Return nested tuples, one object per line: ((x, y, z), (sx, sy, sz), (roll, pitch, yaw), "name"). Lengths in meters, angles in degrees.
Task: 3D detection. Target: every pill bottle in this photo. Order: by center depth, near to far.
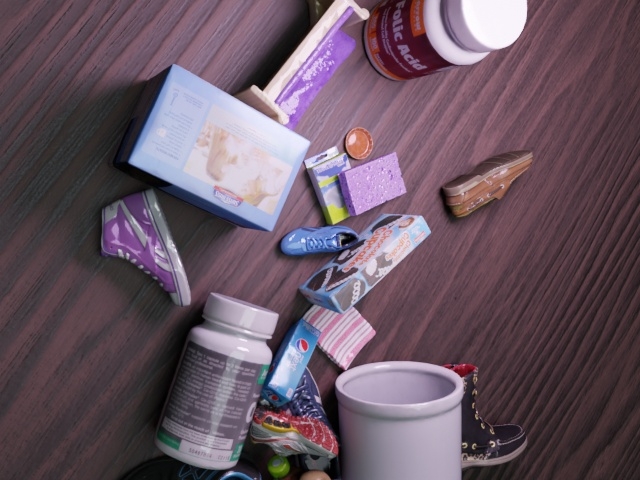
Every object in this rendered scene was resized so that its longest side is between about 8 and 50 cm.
((-0.232, 0.316, 1.491), (0.204, 0.204, 0.361), (20, 86, -27), "pill bottle")
((0.295, -0.529, 1.587), (0.224, 0.392, 0.224), (-2, 95, -27), "pill bottle")

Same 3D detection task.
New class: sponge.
((0.139, -0.151, 1.710), (0.210, 0.031, 0.117), (-26, 105, -40), "sponge")

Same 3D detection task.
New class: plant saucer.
((0.101, -0.258, 1.722), (0.083, 0.013, 0.084), (-3, 95, -28), "plant saucer")

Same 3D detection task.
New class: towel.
((0.048, 0.233, 1.727), (0.144, 0.029, 0.197), (-48, 113, -17), "towel")

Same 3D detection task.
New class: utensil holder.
((0.208, 0.546, 1.669), (0.327, 0.327, 0.386), (-7, 98, -27), "utensil holder")

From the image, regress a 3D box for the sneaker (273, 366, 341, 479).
((-0.023, 0.463, 1.636), (0.131, 0.148, 0.350), (-23, 99, -23), "sneaker")

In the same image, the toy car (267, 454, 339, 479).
((-0.025, 0.605, 1.537), (0.149, 0.188, 0.155), (-75, 152, -49), "toy car")

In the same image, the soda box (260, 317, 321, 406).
((-0.075, 0.298, 1.590), (0.067, 0.071, 0.210), (37, 49, -9), "soda box")

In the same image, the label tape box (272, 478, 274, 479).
((-0.076, 0.795, 1.662), (0.249, 0.115, 0.348), (36, 79, -25), "label tape box")

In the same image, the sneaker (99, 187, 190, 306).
((-0.400, 0.038, 1.455), (0.161, 0.102, 0.282), (-22, 103, -11), "sneaker")

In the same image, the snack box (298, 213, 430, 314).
((0.111, 0.051, 1.655), (0.322, 0.187, 0.060), (-41, 111, -19), "snack box")

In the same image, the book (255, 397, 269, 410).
((-0.132, 0.444, 1.613), (0.035, 0.096, 0.144), (-24, 104, -21), "book")

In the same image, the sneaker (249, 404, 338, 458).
((-0.063, 0.469, 1.543), (0.225, 0.088, 0.093), (22, 111, -5), "sneaker")

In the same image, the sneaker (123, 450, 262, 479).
((-0.302, 0.572, 1.506), (0.340, 0.139, 0.125), (-8, 96, -21), "sneaker")

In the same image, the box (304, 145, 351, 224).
((0.038, -0.144, 1.684), (0.109, 0.042, 0.178), (-28, 107, -23), "box")

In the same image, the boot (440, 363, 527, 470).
((0.441, 0.507, 1.893), (0.377, 0.138, 0.285), (-5, 97, -18), "boot")

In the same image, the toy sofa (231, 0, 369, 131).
((-0.032, -0.424, 1.565), (0.177, 0.150, 0.363), (41, 76, -23), "toy sofa")

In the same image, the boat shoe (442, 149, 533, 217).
((0.492, -0.168, 1.888), (0.307, 0.110, 0.105), (-25, 109, -13), "boat shoe")

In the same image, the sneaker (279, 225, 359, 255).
((0.000, 0.000, 1.655), (0.209, 0.082, 0.069), (-8, 100, -25), "sneaker")

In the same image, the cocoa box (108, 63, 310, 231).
((-0.245, -0.191, 1.429), (0.347, 0.228, 0.232), (26, 82, -26), "cocoa box")
